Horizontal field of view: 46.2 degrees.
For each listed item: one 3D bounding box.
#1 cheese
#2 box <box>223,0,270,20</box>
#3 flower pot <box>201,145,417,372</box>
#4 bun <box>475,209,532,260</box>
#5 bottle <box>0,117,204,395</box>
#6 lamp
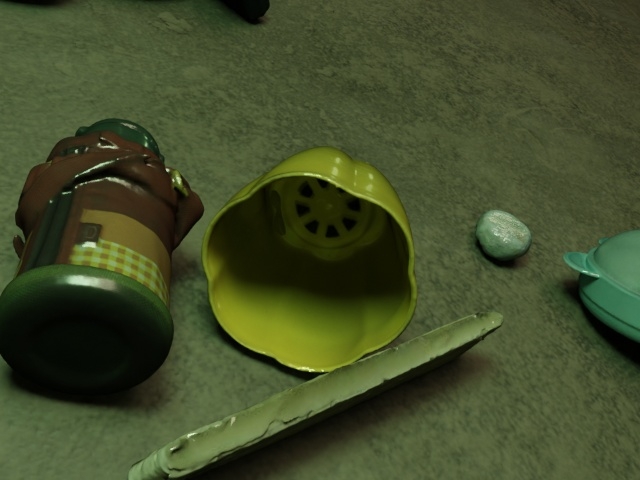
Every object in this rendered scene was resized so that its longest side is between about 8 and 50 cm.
[{"bbox_3d":[0.023,0.129,0.655,0.400,0.085,0.034,-14,71,-43],"label":"cheese"},{"bbox_3d":[-0.179,-0.453,1.173,0.230,0.160,0.050,41,79,17],"label":"box"},{"bbox_3d":[0.000,0.000,0.727,0.195,0.195,0.179,25,24,-3],"label":"flower pot"},{"bbox_3d":[0.236,-0.005,0.978,0.083,0.045,0.083,19,35,-14],"label":"bun"},{"bbox_3d":[-0.180,-0.011,0.647,0.156,0.143,0.271,14,38,-18],"label":"bottle"},{"bbox_3d":[0.452,0.081,0.927,0.209,0.147,0.284,-15,55,-46],"label":"lamp"}]
